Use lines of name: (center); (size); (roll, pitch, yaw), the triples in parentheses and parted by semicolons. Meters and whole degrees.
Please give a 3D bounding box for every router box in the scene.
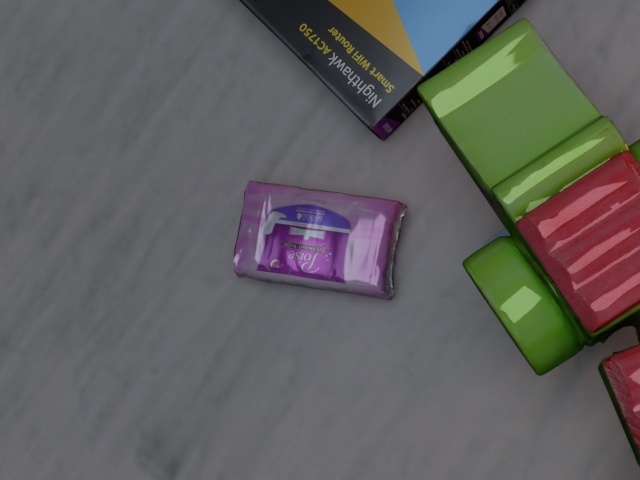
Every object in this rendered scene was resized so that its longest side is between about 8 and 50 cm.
router box: (0.016, -0.160, 0.818); (0.133, 0.046, 0.179); (-46, 76, 4)

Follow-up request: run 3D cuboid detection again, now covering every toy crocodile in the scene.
toy crocodile: (0.151, 0.055, 0.677); (0.115, 0.105, 0.341); (-29, 78, 3)

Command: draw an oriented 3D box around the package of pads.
package of pads: (0.000, 0.000, 0.809); (0.083, 0.032, 0.050); (8, 83, 14)

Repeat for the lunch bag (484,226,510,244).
lunch bag: (0.130, 0.011, 0.768); (0.083, 0.053, 0.071); (-28, 78, 15)
